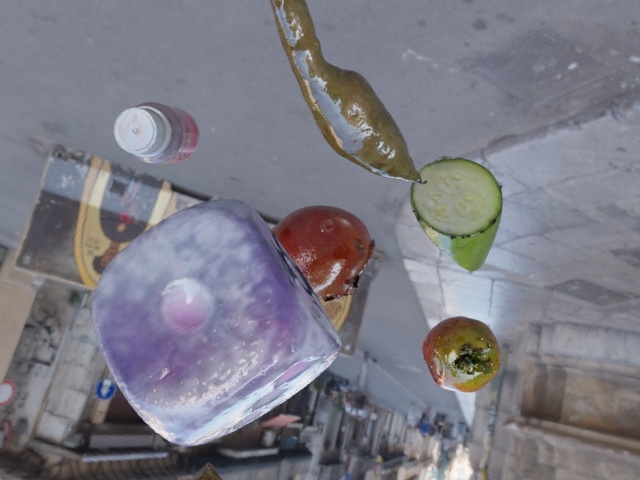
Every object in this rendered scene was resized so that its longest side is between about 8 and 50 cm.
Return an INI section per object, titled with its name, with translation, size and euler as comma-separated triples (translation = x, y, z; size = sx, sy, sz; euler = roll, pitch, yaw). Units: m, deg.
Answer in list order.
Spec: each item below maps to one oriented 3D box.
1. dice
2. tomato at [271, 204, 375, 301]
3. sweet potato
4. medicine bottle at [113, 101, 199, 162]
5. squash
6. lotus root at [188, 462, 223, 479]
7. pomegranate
[dice]
translation = -0.147, 0.122, 0.869
size = 0.270, 0.270, 0.271
euler = 56, -179, 19
[tomato]
translation = 0.005, -0.002, 1.509
size = 0.308, 0.309, 0.170
euler = 17, 127, -7
[sweet potato]
translation = 0.018, -0.148, 0.608
size = 0.074, 0.075, 0.269
euler = -3, 135, 50
[medicine bottle]
translation = -0.385, -0.252, 1.376
size = 0.147, 0.147, 0.247
euler = 14, -171, 4
[squash]
translation = 0.262, -0.030, 1.179
size = 0.189, 0.189, 0.261
euler = 13, 157, 9
[lotus root]
translation = -0.335, 0.715, 1.634
size = 0.135, 0.159, 0.095
euler = 39, 170, -6
[pomegranate]
translation = 0.382, 0.307, 1.563
size = 0.210, 0.210, 0.235
euler = 16, 178, -4
